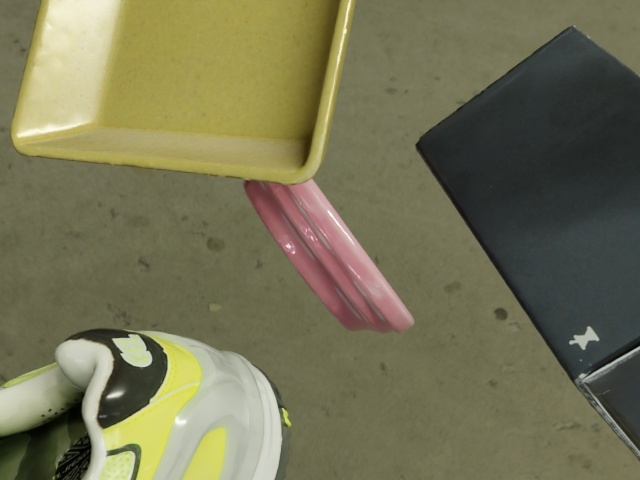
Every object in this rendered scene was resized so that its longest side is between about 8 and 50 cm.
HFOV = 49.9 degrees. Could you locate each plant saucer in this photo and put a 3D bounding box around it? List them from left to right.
[{"bbox_3d":[-0.095,-0.213,0.587,0.333,0.081,0.332,9,85,31],"label":"plant saucer"},{"bbox_3d":[0.000,0.000,0.938,0.084,0.332,0.332,-36,67,3],"label":"plant saucer"}]

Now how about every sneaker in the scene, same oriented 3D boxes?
[{"bbox_3d":[-0.207,0.164,0.370,0.385,0.147,0.145,-37,50,1],"label":"sneaker"}]

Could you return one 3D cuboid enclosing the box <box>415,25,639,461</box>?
[{"bbox_3d":[0.435,0.039,0.976,0.297,0.472,0.479,-38,41,14],"label":"box"}]
